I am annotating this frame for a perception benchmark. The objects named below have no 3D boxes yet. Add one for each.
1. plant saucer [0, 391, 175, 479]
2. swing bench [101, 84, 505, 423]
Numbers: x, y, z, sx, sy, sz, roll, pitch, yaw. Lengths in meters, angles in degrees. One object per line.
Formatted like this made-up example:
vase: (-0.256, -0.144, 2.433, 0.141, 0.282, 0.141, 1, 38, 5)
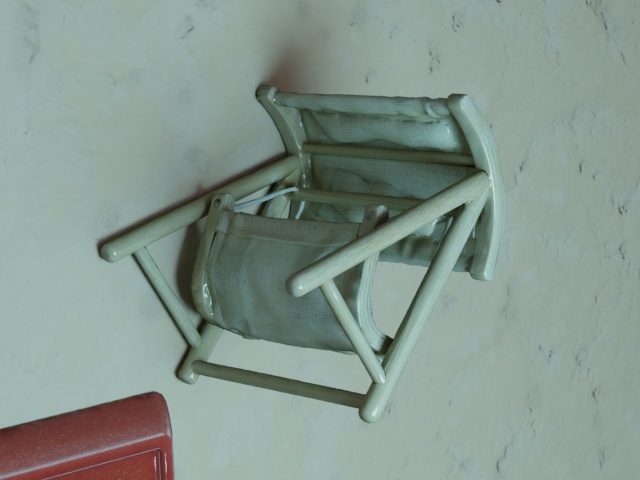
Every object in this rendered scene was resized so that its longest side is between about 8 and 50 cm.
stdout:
plant saucer: (-0.213, 0.280, 1.540, 0.259, 0.048, 0.258, -11, 102, -44)
swing bench: (0.000, 0.000, 1.570, 0.254, 0.253, 0.165, -47, 125, -29)
